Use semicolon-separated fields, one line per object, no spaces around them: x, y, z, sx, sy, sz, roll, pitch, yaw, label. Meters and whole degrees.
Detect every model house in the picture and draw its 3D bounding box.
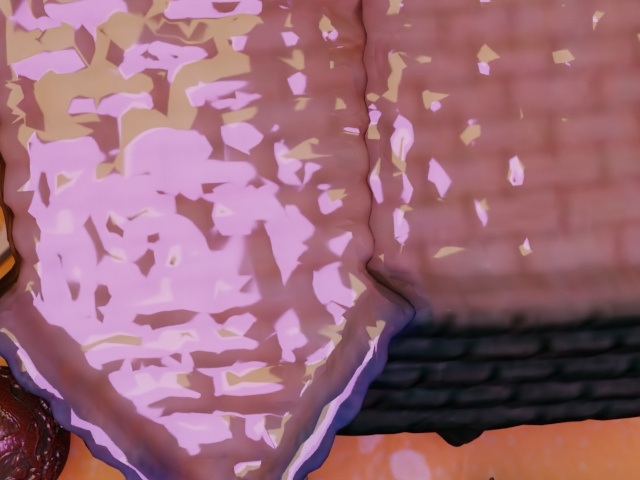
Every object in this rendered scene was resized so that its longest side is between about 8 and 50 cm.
0.000;0.000;1.094;0.445;0.395;0.400;-6;88;-12;model house

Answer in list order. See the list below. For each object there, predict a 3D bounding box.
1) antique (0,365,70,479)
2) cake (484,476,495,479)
-0.222;0.136;1.173;0.104;0.104;0.104;0;77;1;antique
0.161;0.234;1.130;0.147;0.134;0.135;7;77;-7;cake
